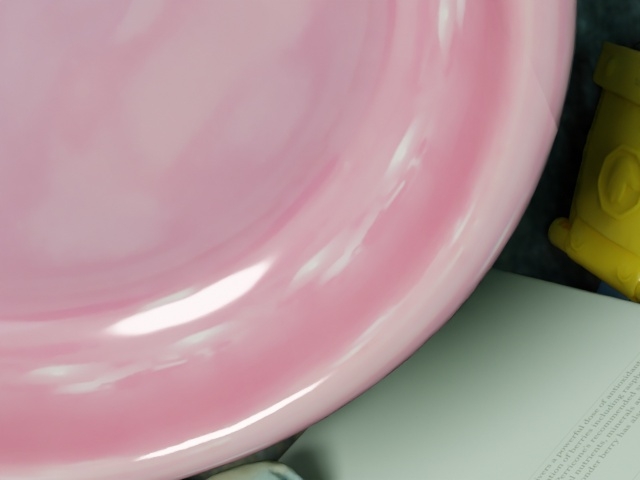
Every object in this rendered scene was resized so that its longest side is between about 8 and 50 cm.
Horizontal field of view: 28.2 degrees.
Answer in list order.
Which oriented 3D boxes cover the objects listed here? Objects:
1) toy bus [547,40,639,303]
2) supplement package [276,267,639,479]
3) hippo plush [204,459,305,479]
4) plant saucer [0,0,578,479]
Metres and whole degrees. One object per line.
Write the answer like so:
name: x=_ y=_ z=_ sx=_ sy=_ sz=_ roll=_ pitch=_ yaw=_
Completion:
toy bus: x=0.255 y=0.000 z=0.778 sx=0.220 sy=0.149 sz=0.211 roll=10 pitch=106 yaw=-29
supplement package: x=0.140 y=0.146 z=0.648 sx=0.177 sy=0.293 sz=0.175 roll=-46 pitch=113 yaw=-13
hippo plush: x=-0.033 y=0.266 z=0.638 sx=0.234 sy=0.294 sz=0.236 roll=-71 pitch=151 yaw=-43
plant saucer: x=-0.093 y=-0.062 z=0.385 sx=0.332 sy=0.084 sz=0.332 roll=-5 pitch=125 yaw=-7
